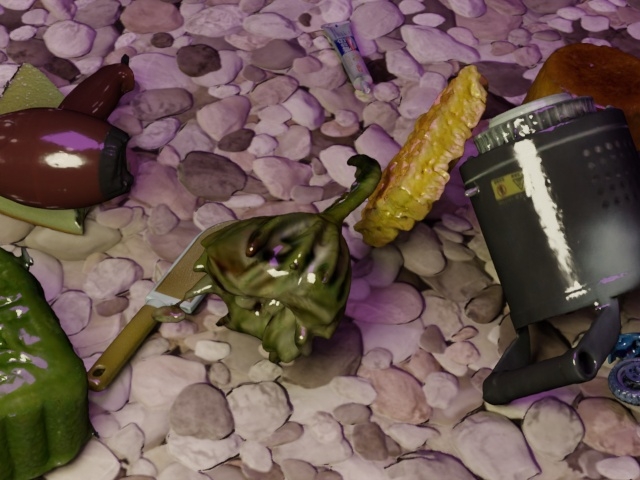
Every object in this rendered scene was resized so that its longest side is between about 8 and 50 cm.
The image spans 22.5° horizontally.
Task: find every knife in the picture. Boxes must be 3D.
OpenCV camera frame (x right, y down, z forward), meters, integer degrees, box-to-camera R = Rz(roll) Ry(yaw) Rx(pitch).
[{"bbox_3d":[-0.175,0.072,1.917,0.061,0.027,0.343,16,42,18],"label":"knife"}]

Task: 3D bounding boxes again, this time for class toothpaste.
[{"bbox_3d":[0.042,-0.262,2.281,0.045,0.028,0.170,-13,44,-7],"label":"toothpaste"}]

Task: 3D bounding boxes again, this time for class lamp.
[{"bbox_3d":[0.276,-0.029,1.860,0.374,0.205,0.272,-40,99,-38],"label":"lamp"}]

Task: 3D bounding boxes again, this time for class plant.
[{"bbox_3d":[-0.021,-0.026,1.849,0.180,0.251,0.333,38,64,-21],"label":"plant"}]

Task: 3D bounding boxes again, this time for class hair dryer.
[{"bbox_3d":[-0.348,-0.161,2.035,0.313,0.123,0.340,8,33,14],"label":"hair dryer"}]

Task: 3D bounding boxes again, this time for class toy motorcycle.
[{"bbox_3d":[0.452,0.153,1.835,0.255,0.092,0.135,6,34,16],"label":"toy motorcycle"}]

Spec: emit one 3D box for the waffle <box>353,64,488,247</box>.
[{"bbox_3d":[0.123,-0.098,1.983,0.057,0.219,0.229,33,62,-6],"label":"waffle"}]

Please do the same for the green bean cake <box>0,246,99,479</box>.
[{"bbox_3d":[-0.394,0.147,1.734,0.247,0.156,0.250,-20,49,-21],"label":"green bean cake"}]

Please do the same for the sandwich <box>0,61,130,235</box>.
[{"bbox_3d":[-0.339,-0.114,2.083,0.212,0.063,0.245,16,46,8],"label":"sandwich"}]

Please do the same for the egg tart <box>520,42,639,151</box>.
[{"bbox_3d":[0.349,-0.145,2.077,0.215,0.170,0.215,7,41,-6],"label":"egg tart"}]
